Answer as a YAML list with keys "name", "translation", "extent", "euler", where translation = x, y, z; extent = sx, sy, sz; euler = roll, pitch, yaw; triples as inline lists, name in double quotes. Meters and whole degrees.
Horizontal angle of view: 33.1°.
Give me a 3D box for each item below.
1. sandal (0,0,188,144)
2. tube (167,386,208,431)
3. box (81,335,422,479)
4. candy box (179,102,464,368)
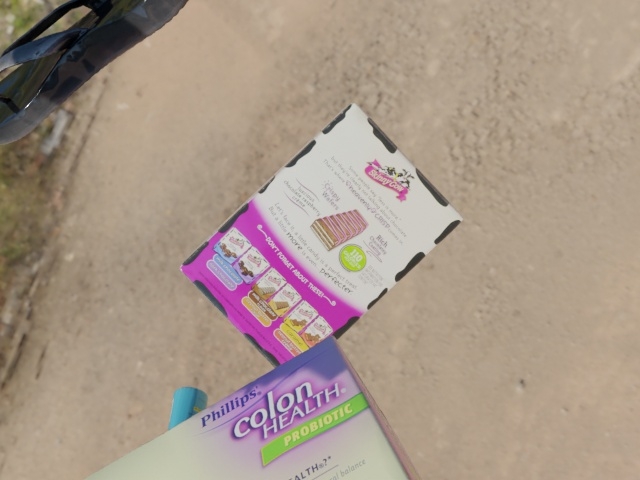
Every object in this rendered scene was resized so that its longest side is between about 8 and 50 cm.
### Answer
- name: "sandal"
  translation: [-0.200, -0.162, 0.856]
  extent: [0.254, 0.054, 0.097]
  euler: [-30, 35, 29]
- name: "tube"
  translation: [-0.200, 0.311, 1.547]
  extent: [0.052, 0.080, 0.207]
  euler: [-19, 46, 26]
- name: "box"
  translation: [-0.022, 0.216, 0.611]
  extent: [0.214, 0.117, 0.243]
  euler: [-31, 44, 0]
- name: "candy box"
  translation: [0.000, 0.000, 1.058]
  extent: [0.233, 0.159, 0.071]
  euler: [-43, 7, 1]
